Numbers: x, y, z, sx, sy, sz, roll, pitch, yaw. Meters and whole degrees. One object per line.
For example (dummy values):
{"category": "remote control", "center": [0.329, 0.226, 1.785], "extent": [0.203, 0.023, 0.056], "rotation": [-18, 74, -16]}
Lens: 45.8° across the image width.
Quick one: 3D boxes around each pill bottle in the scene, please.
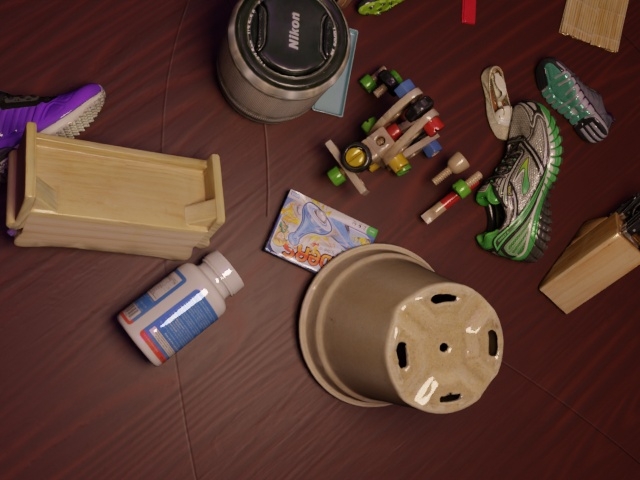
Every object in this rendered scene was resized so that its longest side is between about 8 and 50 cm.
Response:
{"category": "pill bottle", "center": [-0.254, 0.120, 1.412], "extent": [0.221, 0.124, 0.124], "rotation": [-38, 95, -14]}

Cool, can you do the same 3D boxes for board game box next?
{"category": "board game box", "center": [0.000, 0.000, 1.532], "extent": [0.201, 0.035, 0.136], "rotation": [24, 80, -12]}

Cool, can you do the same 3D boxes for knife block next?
{"category": "knife block", "center": [0.613, 0.022, 1.579], "extent": [0.088, 0.242, 0.275], "rotation": [41, 77, -7]}

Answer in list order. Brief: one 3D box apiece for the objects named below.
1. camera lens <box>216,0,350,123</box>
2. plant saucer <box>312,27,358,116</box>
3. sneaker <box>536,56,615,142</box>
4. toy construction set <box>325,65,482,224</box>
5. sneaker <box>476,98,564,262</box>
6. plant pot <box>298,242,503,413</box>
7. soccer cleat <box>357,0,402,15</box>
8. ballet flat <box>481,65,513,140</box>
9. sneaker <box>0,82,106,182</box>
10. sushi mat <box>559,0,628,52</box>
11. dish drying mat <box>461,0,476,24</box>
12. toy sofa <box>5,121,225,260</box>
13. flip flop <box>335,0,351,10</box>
{"category": "camera lens", "center": [-0.078, -0.345, 1.418], "extent": [0.219, 0.274, 0.219], "rotation": [1, 85, -14]}
{"category": "plant saucer", "center": [0.029, -0.354, 1.580], "extent": [0.067, 0.018, 0.192], "rotation": [12, 83, -13]}
{"category": "sneaker", "center": [0.570, -0.325, 1.697], "extent": [0.223, 0.083, 0.098], "rotation": [52, 53, -8]}
{"category": "toy construction set", "center": [0.146, -0.154, 1.514], "extent": [0.237, 0.257, 0.309], "rotation": [-40, 106, 3]}
{"category": "sneaker", "center": [0.413, -0.130, 1.594], "extent": [0.146, 0.134, 0.343], "rotation": [8, 86, -11]}
{"category": "plant pot", "center": [0.162, 0.177, 1.397], "extent": [0.334, 0.305, 0.334], "rotation": [-1, 92, -19]}
{"category": "soccer cleat", "center": [0.143, -0.530, 1.607], "extent": [0.179, 0.060, 0.072], "rotation": [-28, 83, -21]}
{"category": "ballet flat", "center": [0.388, -0.297, 1.647], "extent": [0.057, 0.052, 0.168], "rotation": [-17, 90, -16]}
{"category": "sneaker", "center": [-0.539, -0.227, 1.381], "extent": [0.293, 0.102, 0.146], "rotation": [-38, 94, -14]}
{"category": "sushi mat", "center": [0.652, -0.599, 1.757], "extent": [0.151, 0.019, 0.316], "rotation": [17, 82, -13]}
{"category": "dish drying mat", "center": [0.328, -0.519, 1.674], "extent": [0.032, 0.008, 0.083], "rotation": [5, 84, -15]}
{"category": "toy sofa", "center": [-0.367, -0.078, 1.360], "extent": [0.362, 0.177, 0.150], "rotation": [6, 61, -30]}
{"category": "flip flop", "center": [0.041, -0.522, 1.561], "extent": [0.277, 0.112, 0.080], "rotation": [-42, 110, -19]}
